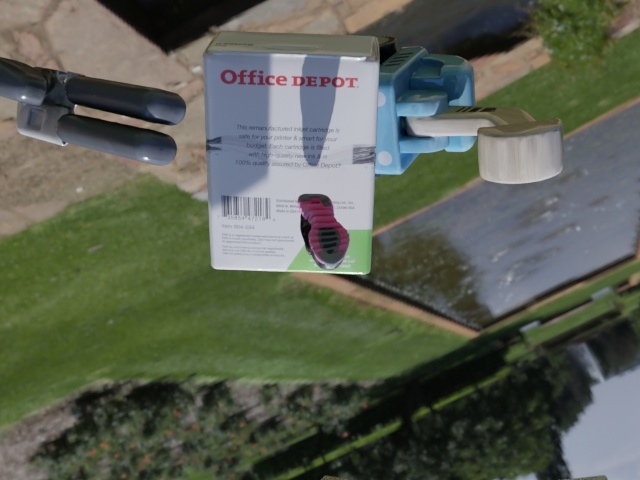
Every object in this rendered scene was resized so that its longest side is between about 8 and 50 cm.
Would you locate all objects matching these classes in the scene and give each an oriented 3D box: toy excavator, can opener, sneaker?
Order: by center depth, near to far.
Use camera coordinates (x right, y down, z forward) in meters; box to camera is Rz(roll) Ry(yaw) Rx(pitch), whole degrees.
[{"bbox_3d":[-0.235,-0.123,0.901,0.280,0.074,0.093,17,-173,42],"label":"can opener"},{"bbox_3d":[0.000,0.000,1.035,0.047,0.119,0.057,3,126,-14],"label":"sneaker"},{"bbox_3d":[0.211,-0.218,1.632,0.445,0.222,0.433,1,-157,22],"label":"toy excavator"}]

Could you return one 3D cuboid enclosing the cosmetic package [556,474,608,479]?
[{"bbox_3d":[0.313,0.430,1.270,0.183,0.151,0.151,-11,-148,16],"label":"cosmetic package"}]

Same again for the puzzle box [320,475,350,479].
[{"bbox_3d":[0.113,0.420,0.834,0.272,0.409,0.052,9,-161,17],"label":"puzzle box"}]

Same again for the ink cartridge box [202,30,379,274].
[{"bbox_3d":[-0.032,-0.106,1.136,0.198,0.273,0.115,3,-154,2],"label":"ink cartridge box"}]
